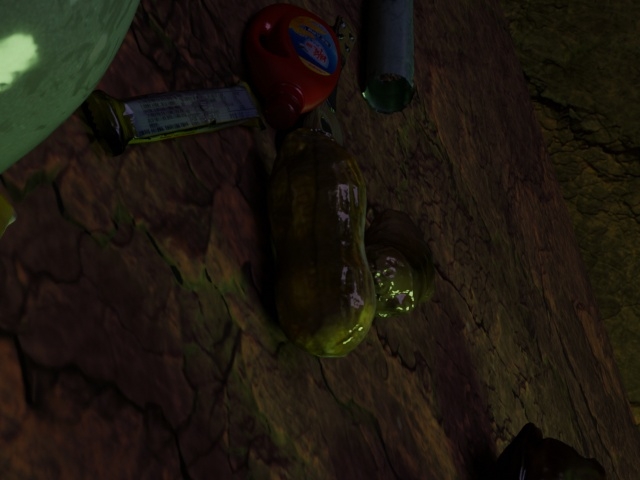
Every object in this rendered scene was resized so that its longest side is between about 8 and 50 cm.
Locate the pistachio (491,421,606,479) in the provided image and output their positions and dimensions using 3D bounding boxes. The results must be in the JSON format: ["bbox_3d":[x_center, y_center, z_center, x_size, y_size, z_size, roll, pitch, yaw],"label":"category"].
[{"bbox_3d":[0.259,0.293,1.343,0.210,0.130,0.165,1,75,-61],"label":"pistachio"}]

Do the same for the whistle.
[{"bbox_3d":[0.089,-0.276,1.480,0.062,0.062,0.312,57,24,-36],"label":"whistle"}]

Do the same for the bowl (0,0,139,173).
[{"bbox_3d":[-0.143,-0.170,0.495,0.313,0.146,0.313,165,-90,-89],"label":"bowl"}]

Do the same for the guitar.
[{"bbox_3d":[0.002,-0.143,1.159,0.084,0.038,0.271,59,26,-34],"label":"guitar"}]

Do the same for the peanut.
[{"bbox_3d":[0.000,0.000,0.962,0.087,0.087,0.207,43,36,-54],"label":"peanut"}]

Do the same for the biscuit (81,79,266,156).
[{"bbox_3d":[-0.097,-0.098,0.875,0.048,0.026,0.292,69,19,-2],"label":"biscuit"}]

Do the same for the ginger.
[{"bbox_3d":[0.071,0.025,1.156,0.190,0.069,0.095,-42,118,-70],"label":"ginger"}]

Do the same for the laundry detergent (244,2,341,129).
[{"bbox_3d":[-0.030,-0.157,1.059,0.097,0.049,0.165,32,34,-13],"label":"laundry detergent"}]

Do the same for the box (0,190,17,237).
[{"bbox_3d":[-0.196,0.059,0.271,0.097,0.168,0.265,56,26,-30],"label":"box"}]
